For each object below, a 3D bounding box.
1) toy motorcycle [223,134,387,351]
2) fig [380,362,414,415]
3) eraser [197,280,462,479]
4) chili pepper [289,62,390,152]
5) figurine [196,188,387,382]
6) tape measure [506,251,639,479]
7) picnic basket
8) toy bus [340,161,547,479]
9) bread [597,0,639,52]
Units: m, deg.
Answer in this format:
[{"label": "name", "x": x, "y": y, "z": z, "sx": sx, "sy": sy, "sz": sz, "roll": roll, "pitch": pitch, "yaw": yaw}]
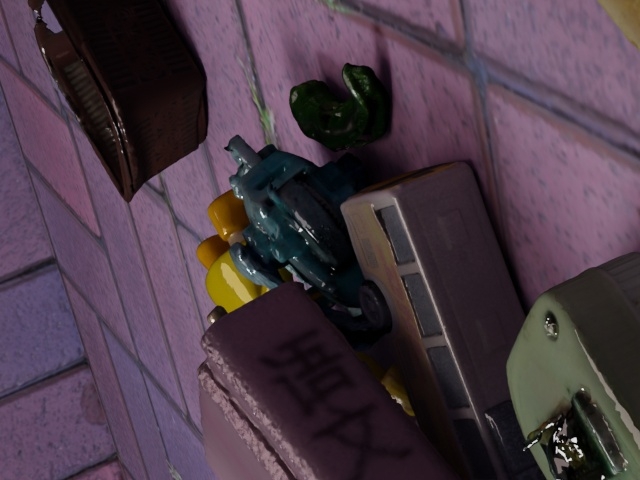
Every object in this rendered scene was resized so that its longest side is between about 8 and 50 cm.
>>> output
[{"label": "toy motorcycle", "x": 0.000, "y": 0.000, "z": 1.540, "sx": 0.206, "sy": 0.154, "sz": 0.260, "roll": 50, "pitch": 177, "yaw": -24}, {"label": "fig", "x": 0.094, "y": 0.156, "z": 1.592, "sx": 0.083, "sy": 0.050, "sz": 0.050, "roll": 46, "pitch": 154, "yaw": 26}, {"label": "eraser", "x": 0.039, "y": 0.244, "z": 1.385, "sx": 0.359, "sy": 0.122, "sz": 0.272, "roll": 51, "pitch": 158, "yaw": 24}, {"label": "chili pepper", "x": 0.018, "y": -0.117, "z": 1.475, "sx": 0.182, "sy": 0.050, "sz": 0.073, "roll": 173, "pitch": 82, "yaw": -69}, {"label": "figurine", "x": -0.039, "y": 0.118, "z": 1.723, "sx": 0.215, "sy": 0.187, "sz": 0.343, "roll": 85, "pitch": 161, "yaw": -60}, {"label": "tape measure", "x": 0.218, "y": 0.149, "z": 1.116, "sx": 0.235, "sy": 0.115, "sz": 0.207, "roll": 60, "pitch": 158, "yaw": 23}, {"label": "picnic basket", "x": -0.240, "y": -0.207, "z": 1.984, "sx": 0.297, "sy": 0.129, "sz": 0.222, "roll": 58, "pitch": 162, "yaw": 29}, {"label": "toy bus", "x": 0.126, "y": 0.105, "z": 1.363, "sx": 0.138, "sy": 0.097, "sz": 0.342, "roll": -17, "pitch": 94, "yaw": 66}, {"label": "bread", "x": 0.192, "y": -0.159, "z": 0.862, "sx": 0.177, "sy": 0.084, "sz": 0.119, "roll": 58, "pitch": 158, "yaw": 30}]
